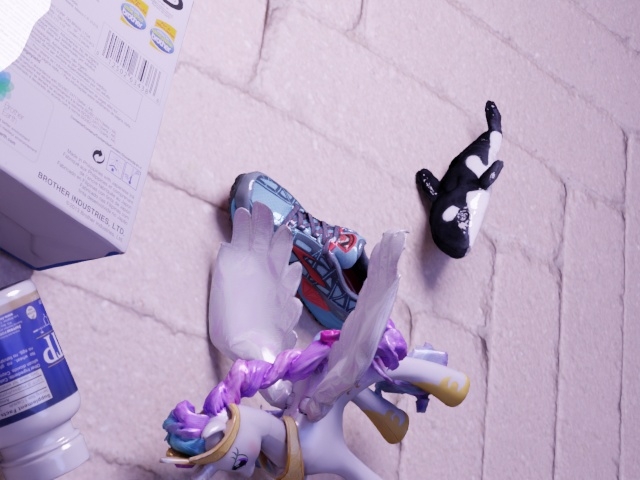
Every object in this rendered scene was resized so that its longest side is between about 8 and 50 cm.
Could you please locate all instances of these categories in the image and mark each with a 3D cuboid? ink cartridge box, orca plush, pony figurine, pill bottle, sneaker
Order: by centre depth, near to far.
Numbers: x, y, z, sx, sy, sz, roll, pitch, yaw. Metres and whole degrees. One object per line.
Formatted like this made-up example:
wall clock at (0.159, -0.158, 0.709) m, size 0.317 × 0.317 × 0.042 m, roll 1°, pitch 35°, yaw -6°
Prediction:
pill bottle at (-0.299, 0.142, 1.252) m, size 0.112 × 0.112 × 0.186 m, roll -27°, pitch 98°, yaw -46°
ink cartridge box at (-0.286, -0.205, 1.315) m, size 0.270 × 0.151 × 0.395 m, roll 40°, pitch 53°, yaw -45°
pony figurine at (0.005, 0.161, 1.453) m, size 0.363 × 0.303 × 0.351 m, roll 26°, pitch 78°, yaw -39°
sneaker at (0.000, 0.000, 1.584) m, size 0.262 × 0.125 × 0.104 m, roll 45°, pitch 50°, yaw -27°
orca plush at (0.193, -0.096, 1.829) m, size 0.102 × 0.151 × 0.287 m, roll 25°, pitch 59°, yaw -2°
